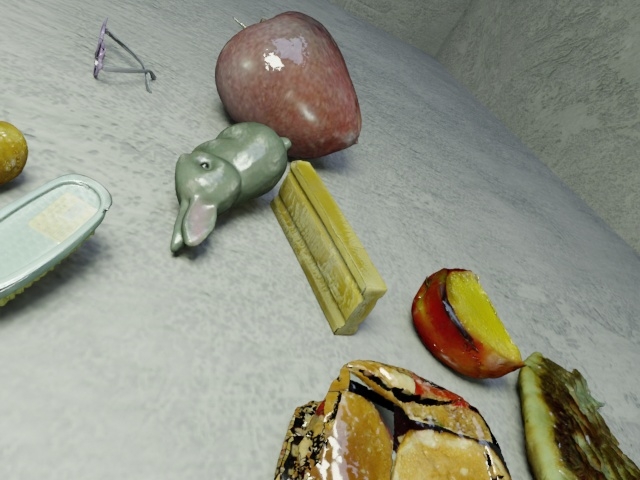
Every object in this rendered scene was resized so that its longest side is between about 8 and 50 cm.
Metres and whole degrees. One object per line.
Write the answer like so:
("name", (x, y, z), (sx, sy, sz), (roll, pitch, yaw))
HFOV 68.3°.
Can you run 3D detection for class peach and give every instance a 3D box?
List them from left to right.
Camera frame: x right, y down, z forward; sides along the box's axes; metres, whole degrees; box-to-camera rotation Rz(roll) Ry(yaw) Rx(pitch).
("peach", (0.198, 0.123, 0.665), (0.172, 0.092, 0.127), (53, 39, 7))

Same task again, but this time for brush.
("brush", (-0.284, 0.046, 0.371), (0.068, 0.060, 0.297), (35, 45, 2))

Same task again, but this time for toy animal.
("toy animal", (-0.128, -0.084, 0.615), (0.108, 0.138, 0.236), (64, 24, -15))

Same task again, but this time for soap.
("soap", (0.001, 0.000, 0.646), (0.037, 0.092, 0.252), (4, 43, -36))

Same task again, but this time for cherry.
("cherry", (-0.051, -0.276, 0.857), (0.307, 0.221, 0.261), (44, 39, -8))

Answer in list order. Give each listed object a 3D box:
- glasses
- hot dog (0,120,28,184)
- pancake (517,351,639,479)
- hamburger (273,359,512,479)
("glasses", (-0.318, -0.301, 0.788), (0.103, 0.063, 0.140), (14, 38, -31))
("hot dog", (-0.379, -0.054, 0.383), (0.061, 0.088, 0.286), (45, 36, 7))
("pancake", (0.366, 0.324, 0.594), (0.304, 0.067, 0.427), (20, 33, -36))
("hamburger", (0.067, 0.217, 0.407), (0.230, 0.107, 0.231), (25, 36, -20))
